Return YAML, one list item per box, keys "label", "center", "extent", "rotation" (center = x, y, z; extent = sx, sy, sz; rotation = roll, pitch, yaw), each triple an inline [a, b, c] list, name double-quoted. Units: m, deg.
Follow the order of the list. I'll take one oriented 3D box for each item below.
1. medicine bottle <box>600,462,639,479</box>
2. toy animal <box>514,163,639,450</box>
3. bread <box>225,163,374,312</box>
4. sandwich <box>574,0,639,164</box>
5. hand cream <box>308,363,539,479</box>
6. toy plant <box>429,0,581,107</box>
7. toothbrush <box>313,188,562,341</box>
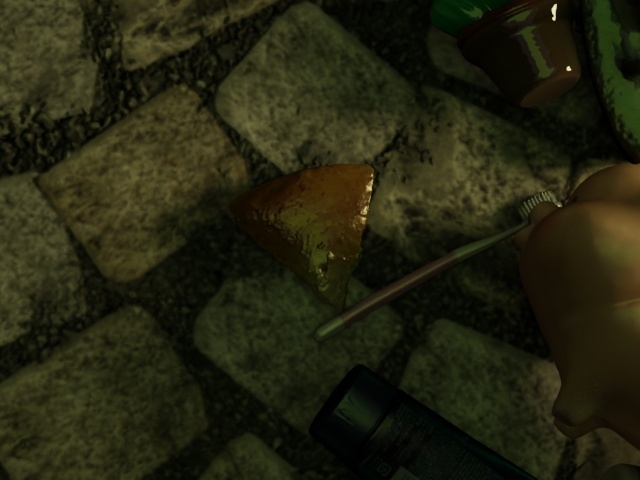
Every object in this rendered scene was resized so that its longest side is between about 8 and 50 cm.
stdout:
- label: "medicine bottle"
  center: [0.382, 0.305, 1.496]
  extent: [0.236, 0.139, 0.139]
  rotation: [13, 84, -3]
- label: "toy animal"
  center: [0.319, 0.079, 1.448]
  extent: [0.326, 0.237, 0.269]
  rotation: [38, 77, 14]
- label: "bread"
  center: [0.006, -0.024, 1.532]
  extent: [0.154, 0.054, 0.136]
  rotation: [44, 80, -3]
- label: "sandwich"
  center: [0.410, -0.207, 1.532]
  extent: [0.301, 0.162, 0.250]
  rotation: [-3, 90, -3]
- label: "hand cream"
  center: [0.118, 0.234, 1.521]
  extent: [0.270, 0.061, 0.120]
  rotation: [38, 84, -7]
- label: "toy plant"
  center: [0.184, -0.231, 1.545]
  extent: [0.143, 0.105, 0.200]
  rotation: [-24, 71, 5]
- label: "toothbrush"
  center: [0.116, 0.025, 1.554]
  extent: [0.286, 0.020, 0.025]
  rotation: [-29, 80, -8]
